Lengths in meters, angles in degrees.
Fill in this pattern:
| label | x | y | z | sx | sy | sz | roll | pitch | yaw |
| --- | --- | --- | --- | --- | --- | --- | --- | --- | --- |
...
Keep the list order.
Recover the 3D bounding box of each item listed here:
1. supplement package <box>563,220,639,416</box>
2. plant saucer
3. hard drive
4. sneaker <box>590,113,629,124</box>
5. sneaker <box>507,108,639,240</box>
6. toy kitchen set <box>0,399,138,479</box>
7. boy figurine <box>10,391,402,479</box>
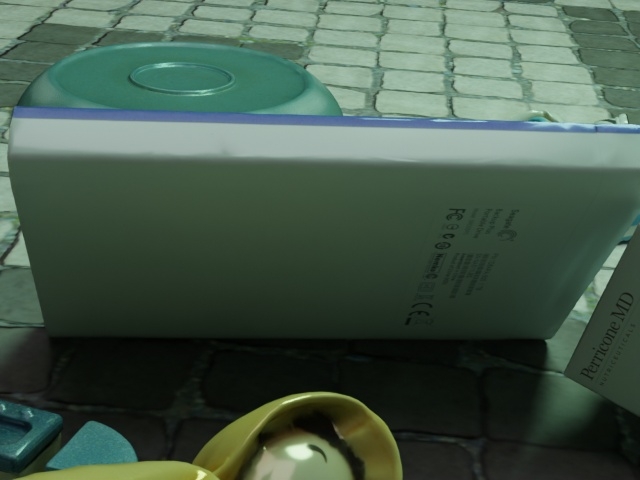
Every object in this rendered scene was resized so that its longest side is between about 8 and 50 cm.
| label | x | y | z | sx | sy | sz | roll | pitch | yaw |
| --- | --- | --- | --- | --- | --- | --- | --- | --- | --- |
| supplement package | 0.241 | 0.056 | 0.626 | 0.179 | 0.105 | 0.105 | 28 | 31 | 17 |
| plant saucer | -0.133 | -0.141 | 1.138 | 0.317 | 0.044 | 0.317 | 4 | 24 | -2 |
| hard drive | 0.000 | 0.000 | 0.665 | 0.318 | 0.210 | 0.040 | 1 | 62 | -6 |
| sneaker | 0.268 | -0.086 | 1.088 | 0.043 | 0.040 | 0.109 | -9 | 18 | 13 |
| sneaker | 0.197 | -0.053 | 0.927 | 0.228 | 0.092 | 0.087 | -7 | 24 | -25 |
| toy kitchen set | -0.191 | 0.103 | 0.481 | 0.207 | 0.122 | 0.166 | 11 | 25 | 16 |
| boy figurine | -0.045 | 0.146 | 0.406 | 0.177 | 0.092 | 0.285 | 49 | 31 | 3 |
